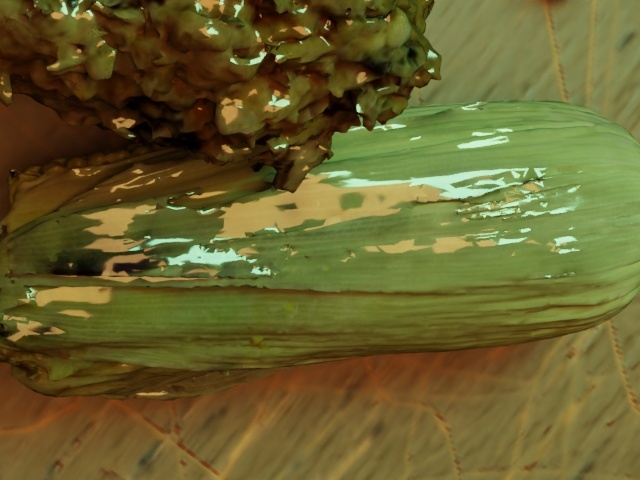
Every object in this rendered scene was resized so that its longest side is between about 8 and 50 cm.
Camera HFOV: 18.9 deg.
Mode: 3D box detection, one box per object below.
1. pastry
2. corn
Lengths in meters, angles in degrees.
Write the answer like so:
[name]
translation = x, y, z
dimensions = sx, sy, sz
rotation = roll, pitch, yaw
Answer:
[pastry]
translation = -0.060, -0.150, 0.761
dimensions = 0.275, 0.275, 0.193
rotation = 25, 109, -15
[corn]
translation = 0.001, 0.003, 0.857
dimensions = 0.305, 0.123, 0.122
rotation = -8, 92, -13
